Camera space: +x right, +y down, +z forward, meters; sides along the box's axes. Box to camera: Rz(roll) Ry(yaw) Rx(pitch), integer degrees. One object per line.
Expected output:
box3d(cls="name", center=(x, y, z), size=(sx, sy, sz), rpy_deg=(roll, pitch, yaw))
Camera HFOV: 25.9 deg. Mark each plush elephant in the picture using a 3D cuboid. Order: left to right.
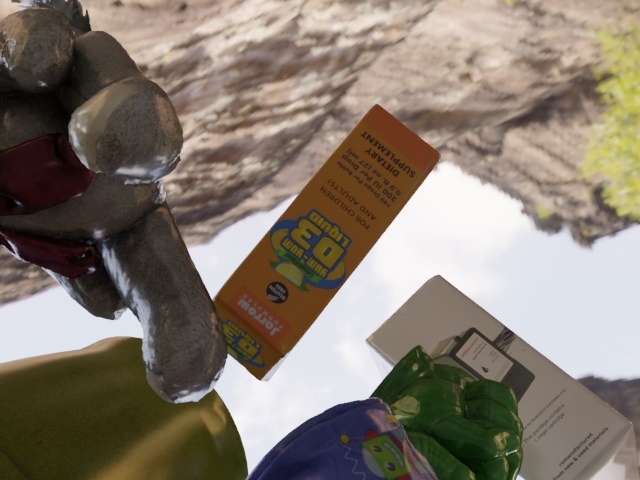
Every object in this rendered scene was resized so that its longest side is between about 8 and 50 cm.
box3d(cls="plush elephant", center=(-0.243, -0.043, 0.940), size=(0.255, 0.272, 0.330), rpy_deg=(-21, -127, -13))

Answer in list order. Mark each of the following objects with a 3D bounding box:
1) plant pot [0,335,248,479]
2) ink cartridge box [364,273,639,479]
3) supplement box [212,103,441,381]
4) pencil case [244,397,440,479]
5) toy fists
box3d(cls="plant pot", center=(-0.256, 0.255, 1.244), size=(0.353, 0.366, 0.367), rpy_deg=(-30, -86, -53))
box3d(cls="ink cartridge box", center=(0.191, 0.189, 1.432), size=(0.114, 0.273, 0.198), rpy_deg=(-41, -37, -13))
box3d(cls="supplement box", center=(0.000, 0.000, 1.129), size=(0.078, 0.080, 0.233), rpy_deg=(39, -115, -1))
box3d(cls="pencil case", center=(0.065, 0.244, 0.816), size=(0.119, 0.133, 0.306), rpy_deg=(-11, -121, -44))
box3d(cls="toy fists", center=(0.082, 0.184, 1.132), size=(0.142, 0.096, 0.279), rpy_deg=(38, -149, 11))
